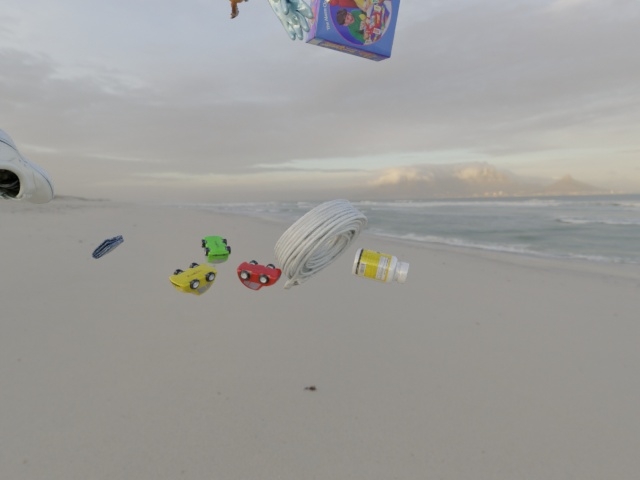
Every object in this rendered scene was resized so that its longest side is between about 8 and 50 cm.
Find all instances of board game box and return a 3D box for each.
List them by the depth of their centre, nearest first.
[{"bbox_3d":[0.103,-0.695,1.085,0.234,0.346,0.078,5,13,-22],"label":"board game box"}]

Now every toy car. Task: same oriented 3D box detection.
[{"bbox_3d":[-0.231,0.056,0.939,0.239,0.053,0.225,-2,27,-24],"label":"toy car"}]

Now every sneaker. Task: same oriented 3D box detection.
[{"bbox_3d":[-0.604,-0.115,0.785,0.094,0.091,0.258,-8,-17,-12],"label":"sneaker"}]

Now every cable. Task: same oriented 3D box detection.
[{"bbox_3d":[0.000,0.000,1.056,0.257,0.089,0.257,-29,-20,-25],"label":"cable"}]

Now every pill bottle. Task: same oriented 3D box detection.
[{"bbox_3d":[0.133,0.060,0.890,0.117,0.065,0.065,14,9,10],"label":"pill bottle"}]

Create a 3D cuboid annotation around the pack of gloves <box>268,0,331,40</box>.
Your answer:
[{"bbox_3d":[-0.063,-0.524,0.769,0.046,0.232,0.195,-23,-13,-40],"label":"pack of gloves"}]

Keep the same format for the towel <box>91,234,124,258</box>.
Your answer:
[{"bbox_3d":[-0.612,0.017,1.160,0.067,0.029,0.119,-41,14,-2],"label":"towel"}]

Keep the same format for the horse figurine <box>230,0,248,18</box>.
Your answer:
[{"bbox_3d":[-0.253,-0.783,1.175,0.066,0.263,0.174,5,40,1],"label":"horse figurine"}]
